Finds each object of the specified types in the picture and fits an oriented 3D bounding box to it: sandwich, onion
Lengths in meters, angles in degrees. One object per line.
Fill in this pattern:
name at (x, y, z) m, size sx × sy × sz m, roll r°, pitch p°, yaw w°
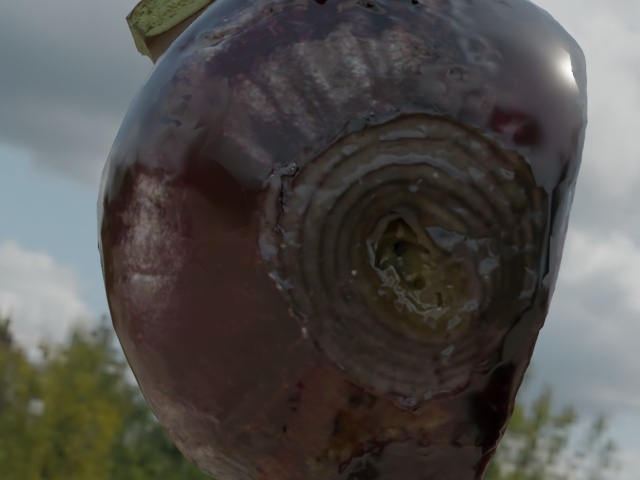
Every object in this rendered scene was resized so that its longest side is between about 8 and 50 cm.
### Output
sandwich at (-0.101, -0.137, 1.265) m, size 0.044 × 0.031 × 0.083 m, roll -16°, pitch -26°, yaw -49°
onion at (0.000, 0.000, 1.145) m, size 0.260 × 0.337 × 0.282 m, roll 15°, pitch 9°, yaw -7°
